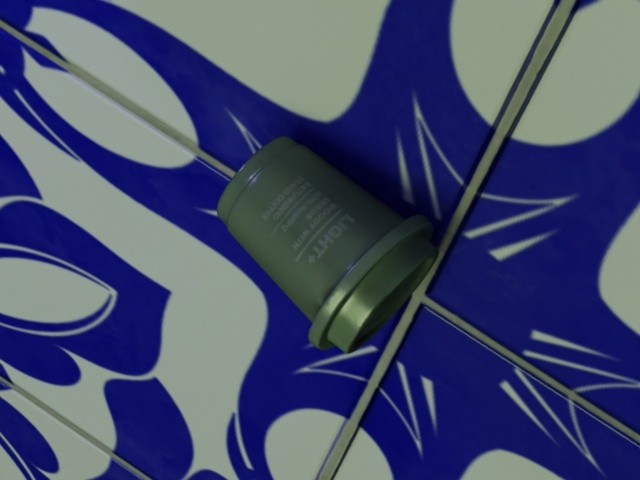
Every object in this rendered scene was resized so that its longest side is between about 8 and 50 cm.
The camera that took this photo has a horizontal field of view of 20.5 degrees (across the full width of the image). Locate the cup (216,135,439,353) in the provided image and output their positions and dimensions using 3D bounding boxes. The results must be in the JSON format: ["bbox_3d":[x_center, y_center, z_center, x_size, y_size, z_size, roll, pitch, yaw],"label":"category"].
[{"bbox_3d":[0.000,0.000,1.246,0.141,0.120,0.120,40,145,12],"label":"cup"}]
